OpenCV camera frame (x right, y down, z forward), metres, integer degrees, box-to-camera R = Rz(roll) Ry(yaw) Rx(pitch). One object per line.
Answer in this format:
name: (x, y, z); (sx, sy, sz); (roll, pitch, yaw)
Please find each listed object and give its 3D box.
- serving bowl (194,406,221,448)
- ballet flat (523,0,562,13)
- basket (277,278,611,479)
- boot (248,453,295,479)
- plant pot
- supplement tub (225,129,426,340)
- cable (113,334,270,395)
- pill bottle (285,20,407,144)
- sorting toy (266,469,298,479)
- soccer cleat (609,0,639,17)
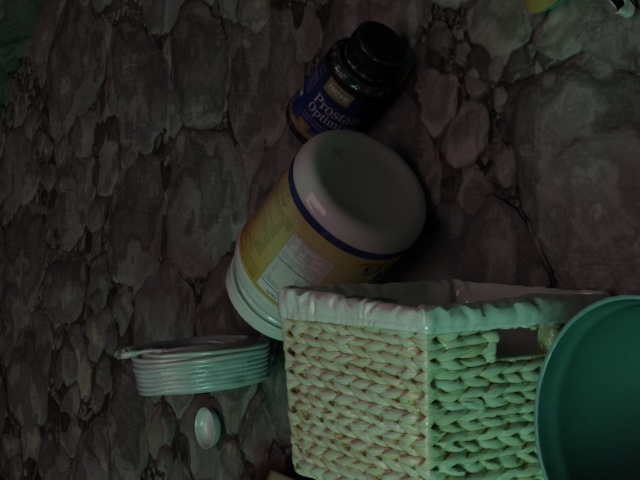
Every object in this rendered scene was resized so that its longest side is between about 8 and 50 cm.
serving bowl: (-0.224, 0.379, 2.316); (0.083, 0.027, 0.083); (-2, 88, 55)
ballet flat: (0.327, -0.381, 1.496); (0.232, 0.073, 0.080); (-38, 47, 48)
basket: (0.157, 0.190, 1.511); (0.331, 0.328, 0.266); (5, 95, 55)
boot: (-0.050, 0.477, 2.009); (0.248, 0.090, 0.206); (-31, 61, 48)
plant pot: (0.409, 0.205, 1.255); (0.293, 0.196, 0.293); (-3, 87, 56)
supplement tub: (0.000, 0.000, 1.826); (0.316, 0.228, 0.228); (-51, 50, 42)
cable: (-0.219, 0.230, 2.116); (0.257, 0.257, 0.089); (-4, 91, 41)
pill bottle: (0.044, -0.251, 1.862); (0.219, 0.123, 0.122); (-48, 52, 44)
sorting toy: (-0.045, 0.467, 1.930); (0.229, 0.041, 0.307); (10, 75, 51)
soccer cleat: (0.378, -0.320, 1.455); (0.029, 0.036, 0.083); (-36, 60, 49)
